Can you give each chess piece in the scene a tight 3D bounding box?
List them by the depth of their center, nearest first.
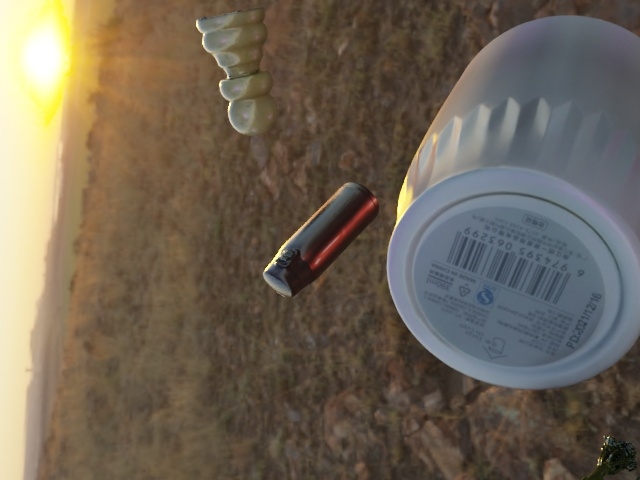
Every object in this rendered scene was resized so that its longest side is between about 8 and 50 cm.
[{"bbox_3d":[-0.109,-0.229,1.047,0.094,0.094,0.170,-142,39,-66],"label":"chess piece"}]

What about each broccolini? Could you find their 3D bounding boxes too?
[{"bbox_3d":[0.311,0.282,0.877,0.044,0.218,0.042,16,113,40],"label":"broccolini"}]

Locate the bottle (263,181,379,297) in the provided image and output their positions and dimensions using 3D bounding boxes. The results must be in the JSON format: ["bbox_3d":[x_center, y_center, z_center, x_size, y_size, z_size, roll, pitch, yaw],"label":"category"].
[{"bbox_3d":[0.000,0.000,0.868,0.164,0.060,0.060,-46,-2,-31],"label":"bottle"}]

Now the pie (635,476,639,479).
[{"bbox_3d":[0.329,0.445,0.916,0.078,0.371,0.296,20,-126,-75],"label":"pie"}]

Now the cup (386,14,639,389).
[{"bbox_3d":[0.209,-0.050,0.727,0.371,0.253,0.253,-51,-16,-52],"label":"cup"}]
